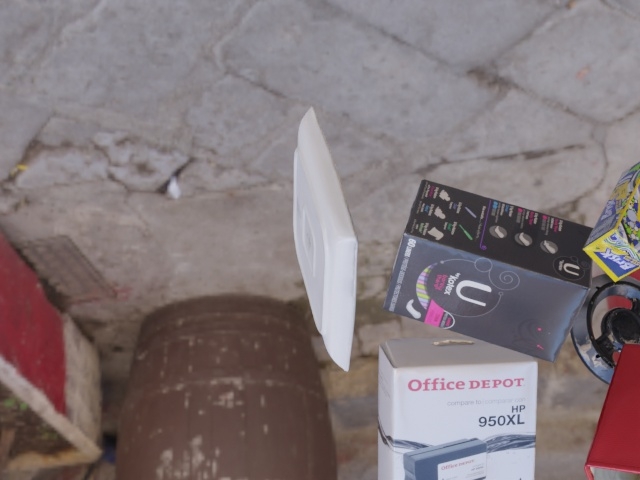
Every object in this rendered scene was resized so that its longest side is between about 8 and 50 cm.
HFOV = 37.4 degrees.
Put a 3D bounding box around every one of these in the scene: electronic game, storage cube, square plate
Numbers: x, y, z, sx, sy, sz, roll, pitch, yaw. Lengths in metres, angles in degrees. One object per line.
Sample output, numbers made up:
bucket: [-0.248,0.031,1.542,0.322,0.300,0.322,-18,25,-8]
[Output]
electronic game: [0.580,0.174,1.822,0.229,0.229,0.048,7,159,-17]
storage cube: [0.454,0.259,1.138,0.215,0.193,0.183,0,133,35]
square plate: [0.000,0.000,1.670,0.049,0.344,0.347,-8,136,-10]

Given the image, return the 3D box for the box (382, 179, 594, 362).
box: [0.249,0.044,1.403,0.270,0.143,0.165,16,132,6]

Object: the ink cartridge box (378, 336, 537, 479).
ink cartridge box: [0.264,0.401,1.864,0.285,0.395,0.166,-2,-169,-6]

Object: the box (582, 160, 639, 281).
box: [0.375,-0.030,1.129,0.059,0.169,0.054,44,139,-5]
